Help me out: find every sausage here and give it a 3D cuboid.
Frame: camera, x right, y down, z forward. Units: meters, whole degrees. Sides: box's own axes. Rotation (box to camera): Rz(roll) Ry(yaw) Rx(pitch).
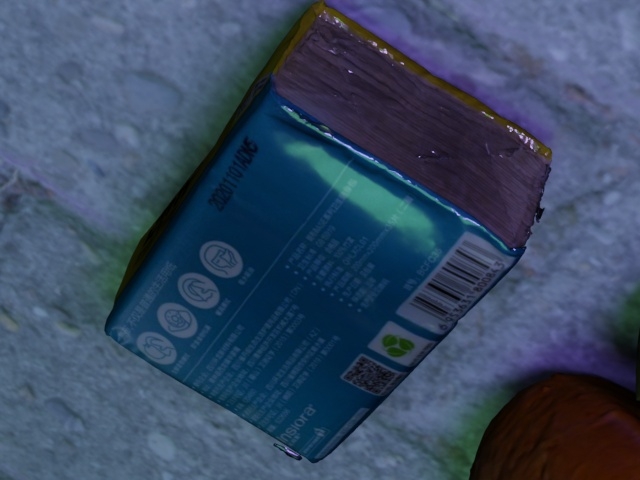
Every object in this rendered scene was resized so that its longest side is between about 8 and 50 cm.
[{"bbox_3d":[0.195,0.182,1.097,0.153,0.268,0.141,23,98,-25],"label":"sausage"}]

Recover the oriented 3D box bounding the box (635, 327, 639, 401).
[{"bbox_3d":[0.461,0.075,0.966,0.420,0.138,0.373,35,133,-10],"label":"box"}]

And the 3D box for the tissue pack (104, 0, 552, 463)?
[{"bbox_3d":[0.000,0.000,1.085,0.192,0.134,0.271,34,133,-7],"label":"tissue pack"}]
